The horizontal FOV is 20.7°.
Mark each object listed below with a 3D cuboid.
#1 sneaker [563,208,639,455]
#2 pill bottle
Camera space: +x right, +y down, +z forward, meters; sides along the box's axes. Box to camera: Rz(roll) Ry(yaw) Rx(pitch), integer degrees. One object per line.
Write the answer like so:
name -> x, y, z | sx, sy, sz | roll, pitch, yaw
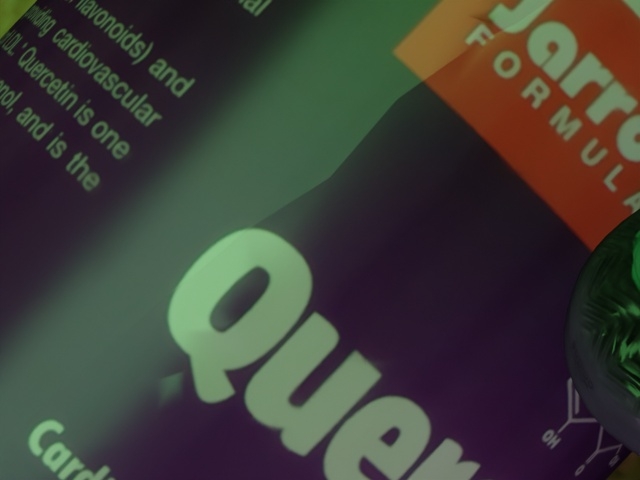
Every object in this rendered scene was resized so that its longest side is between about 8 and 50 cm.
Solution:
sneaker -> 0.155, 0.030, 0.375 | 0.224, 0.098, 0.083 | -5, 61, -10
pill bottle -> 0.000, 0.000, 0.433 | 0.323, 0.181, 0.181 | -47, 64, -1
